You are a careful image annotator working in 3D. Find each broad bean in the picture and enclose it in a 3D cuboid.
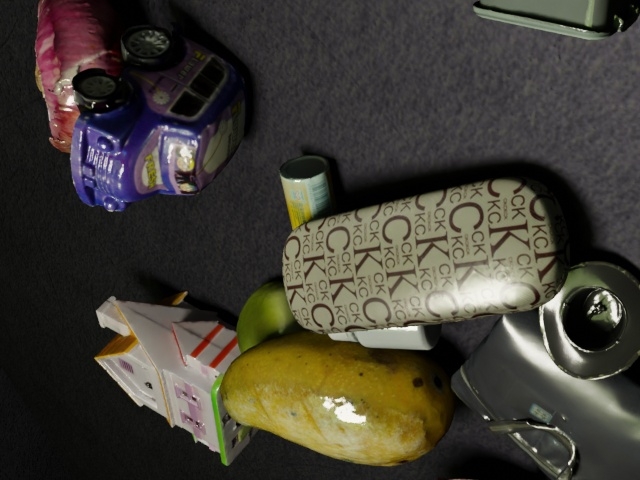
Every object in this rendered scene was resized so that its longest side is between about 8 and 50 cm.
[{"bbox_3d":[-0.068,0.127,1.260,0.174,0.082,0.125,-48,54,49],"label":"broad bean"}]

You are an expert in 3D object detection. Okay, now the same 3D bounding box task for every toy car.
[{"bbox_3d":[-0.191,-0.135,1.026,0.157,0.235,0.172,25,142,13],"label":"toy car"}]

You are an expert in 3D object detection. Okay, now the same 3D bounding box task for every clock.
[{"bbox_3d":[-0.248,0.209,1.486,0.309,0.166,0.235,24,139,22],"label":"clock"}]

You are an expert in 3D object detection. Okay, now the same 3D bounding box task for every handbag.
[{"bbox_3d":[0.270,0.187,0.929,0.254,0.088,0.211,38,139,18],"label":"handbag"}]

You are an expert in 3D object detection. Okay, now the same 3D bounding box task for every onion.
[{"bbox_3d":[-0.295,-0.228,1.126,0.230,0.163,0.230,178,90,-80],"label":"onion"}]

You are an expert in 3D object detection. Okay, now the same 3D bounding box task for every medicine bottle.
[{"bbox_3d":[0.076,0.091,1.033,0.130,0.080,0.080,0,125,26],"label":"medicine bottle"},{"bbox_3d":[0.000,0.000,1.074,0.074,0.074,0.218,19,134,38],"label":"medicine bottle"}]

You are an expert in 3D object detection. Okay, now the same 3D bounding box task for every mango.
[{"bbox_3d":[0.016,0.198,1.120,0.329,0.175,0.177,12,101,27],"label":"mango"}]

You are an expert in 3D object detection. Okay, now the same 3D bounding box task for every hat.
[{"bbox_3d":[0.271,0.077,0.838,0.121,0.050,0.121,3,96,32],"label":"hat"}]

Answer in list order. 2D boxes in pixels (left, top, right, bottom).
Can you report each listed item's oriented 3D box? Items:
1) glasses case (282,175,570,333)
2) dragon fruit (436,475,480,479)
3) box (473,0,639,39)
[{"bbox_3d":[0.096,0.024,0.910,0.354,0.085,0.137,-13,83,42],"label":"glasses case"},{"bbox_3d":[0.203,0.508,1.109,0.386,0.371,0.249,21,161,23],"label":"dragon fruit"},{"bbox_3d":[0.183,-0.205,0.650,0.122,0.084,0.069,22,131,33],"label":"box"}]
